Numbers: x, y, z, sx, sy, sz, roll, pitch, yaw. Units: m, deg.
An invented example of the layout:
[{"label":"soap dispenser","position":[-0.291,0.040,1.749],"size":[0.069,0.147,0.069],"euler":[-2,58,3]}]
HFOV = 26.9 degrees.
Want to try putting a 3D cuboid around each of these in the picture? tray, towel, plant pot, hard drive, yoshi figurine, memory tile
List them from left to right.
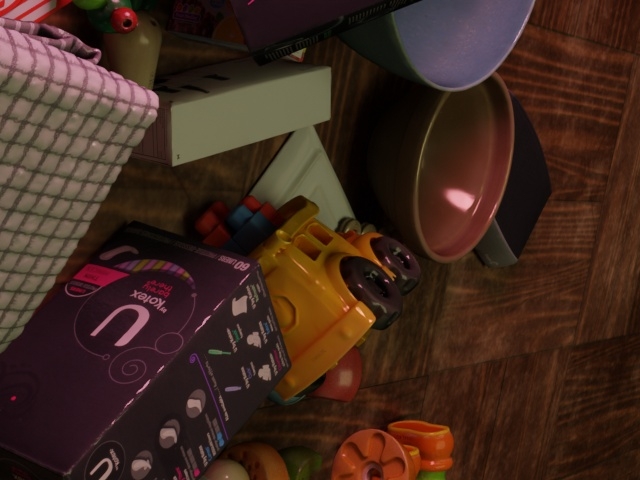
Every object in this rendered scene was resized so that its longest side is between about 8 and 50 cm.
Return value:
[{"label":"towel","position":[-0.284,-0.042,0.947],"size":[0.235,0.121,0.284],"euler":[10,117,-56]},{"label":"tray","position":[0.000,0.000,1.525],"size":[0.145,0.030,0.270],"euler":[-56,143,-25]},{"label":"memory tile","position":[0.055,0.035,1.581],"size":[0.148,0.012,0.113],"euler":[11,94,-58]},{"label":"yoshi figurine","position":[0.095,0.428,1.765],"size":[0.203,0.203,0.362],"euler":[-132,-144,-82]},{"label":"plant pot","position":[0.076,-0.310,1.351],"size":[0.290,0.195,0.290],"euler":[-24,122,-46]},{"label":"plant pot","position":[0.132,-0.100,1.608],"size":[0.237,0.109,0.237],"euler":[-28,126,-47]},{"label":"hard drive","position":[0.248,-0.086,1.839],"size":[0.172,0.054,0.255],"euler":[-60,144,-21]}]

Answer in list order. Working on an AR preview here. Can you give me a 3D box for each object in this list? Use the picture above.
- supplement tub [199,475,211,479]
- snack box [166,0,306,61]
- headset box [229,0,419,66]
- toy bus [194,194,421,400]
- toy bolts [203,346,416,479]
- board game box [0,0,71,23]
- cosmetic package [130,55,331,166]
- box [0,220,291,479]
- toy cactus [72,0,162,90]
[{"label":"supplement tub","position":[-0.143,0.393,1.290],"size":[0.228,0.228,0.316],"euler":[-46,138,-36]},{"label":"snack box","position":[-0.067,-0.226,1.227],"size":[0.037,0.141,0.100],"euler":[19,87,-57]},{"label":"headset box","position":[0.032,-0.311,1.100],"size":[0.131,0.283,0.246],"euler":[-88,158,-86]},{"label":"toy bus","position":[-0.025,0.028,1.373],"size":[0.149,0.211,0.220],"euler":[-45,180,25]},{"label":"toy bolts","position":[-0.025,0.202,1.438],"size":[0.158,0.218,0.228],"euler":[18,70,-51]},{"label":"board game box","position":[-0.282,-0.207,0.999],"size":[0.193,0.045,0.147],"euler":[-44,138,-38]},{"label":"cosmetic package","position":[-0.097,-0.128,1.264],"size":[0.239,0.099,0.060],"euler":[-23,122,-51]},{"label":"box","position":[-0.175,0.131,1.190],"size":[0.270,0.165,0.143],"euler":[-49,140,-34]},{"label":"toy cactus","position":[-0.148,-0.210,1.126],"size":[0.219,0.112,0.180],"euler":[-82,177,-59]}]
